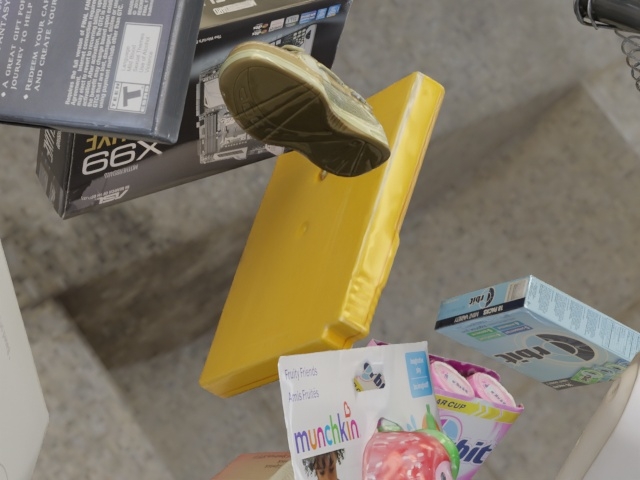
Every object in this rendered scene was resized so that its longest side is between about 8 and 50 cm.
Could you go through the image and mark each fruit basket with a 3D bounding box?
[{"bbox_3d":[0.074,0.253,1.194,0.165,0.353,0.327,-7,175,22],"label":"fruit basket"}]

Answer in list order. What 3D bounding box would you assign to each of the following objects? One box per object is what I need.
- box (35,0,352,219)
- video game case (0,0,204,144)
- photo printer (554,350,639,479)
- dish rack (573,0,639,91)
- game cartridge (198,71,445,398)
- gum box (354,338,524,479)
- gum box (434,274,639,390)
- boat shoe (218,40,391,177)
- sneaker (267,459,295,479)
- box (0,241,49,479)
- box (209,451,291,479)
[{"bbox_3d":[-0.134,-0.161,1.608,0.307,0.076,0.242,-18,148,-28],"label":"box"},{"bbox_3d":[-0.178,-0.162,0.858,0.026,0.274,0.196,18,81,-60],"label":"video game case"},{"bbox_3d":[0.374,0.232,1.502,0.307,0.256,0.107,106,7,-54],"label":"photo printer"},{"bbox_3d":[0.303,-0.200,1.223,0.208,0.074,0.271,-57,151,-6],"label":"dish rack"},{"bbox_3d":[0.000,0.000,1.681,0.285,0.053,0.323,-25,-138,54],"label":"game cartridge"},{"bbox_3d":[0.095,0.167,1.460,0.188,0.062,0.107,17,116,-43],"label":"gum box"},{"bbox_3d":[0.244,0.104,1.696,0.157,0.184,0.041,-22,-133,55],"label":"gum box"},{"bbox_3d":[-0.011,-0.086,0.941,0.056,0.048,0.153,-29,147,27],"label":"boat shoe"},{"bbox_3d":[-0.045,0.335,1.477,0.108,0.169,0.292,5,-160,32],"label":"sneaker"},{"bbox_3d":[-0.219,0.132,0.469,0.215,0.168,0.345,89,9,-51],"label":"box"},{"bbox_3d":[-0.099,0.357,1.786,0.232,0.126,0.149,-36,-164,-37],"label":"box"}]
